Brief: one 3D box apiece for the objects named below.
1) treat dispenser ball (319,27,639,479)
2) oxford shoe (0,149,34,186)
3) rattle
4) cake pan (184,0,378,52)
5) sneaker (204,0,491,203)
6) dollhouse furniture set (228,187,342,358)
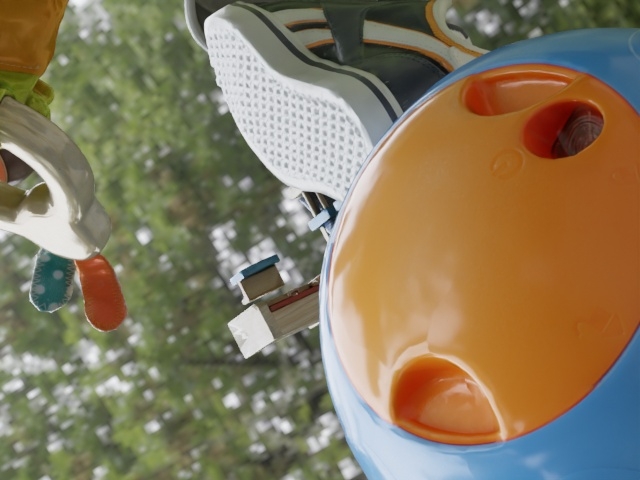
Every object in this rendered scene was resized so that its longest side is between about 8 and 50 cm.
[{"bbox_3d":[0.142,0.038,0.869,0.288,0.288,0.288,33,-140,-33],"label":"treat dispenser ball"},{"bbox_3d":[-0.399,-0.152,1.806,0.271,0.097,0.098,48,-135,9],"label":"oxford shoe"},{"bbox_3d":[-0.170,-0.057,1.116,0.199,0.130,0.142,46,-144,-36],"label":"rattle"},{"bbox_3d":[-0.005,-0.282,1.596,0.293,0.293,0.054,5,-136,-51],"label":"cake pan"},{"bbox_3d":[0.028,-0.100,1.162,0.321,0.127,0.126,37,148,60],"label":"sneaker"},{"bbox_3d":[0.000,0.000,1.583,0.184,0.129,0.129,-25,-96,-29],"label":"dollhouse furniture set"}]
